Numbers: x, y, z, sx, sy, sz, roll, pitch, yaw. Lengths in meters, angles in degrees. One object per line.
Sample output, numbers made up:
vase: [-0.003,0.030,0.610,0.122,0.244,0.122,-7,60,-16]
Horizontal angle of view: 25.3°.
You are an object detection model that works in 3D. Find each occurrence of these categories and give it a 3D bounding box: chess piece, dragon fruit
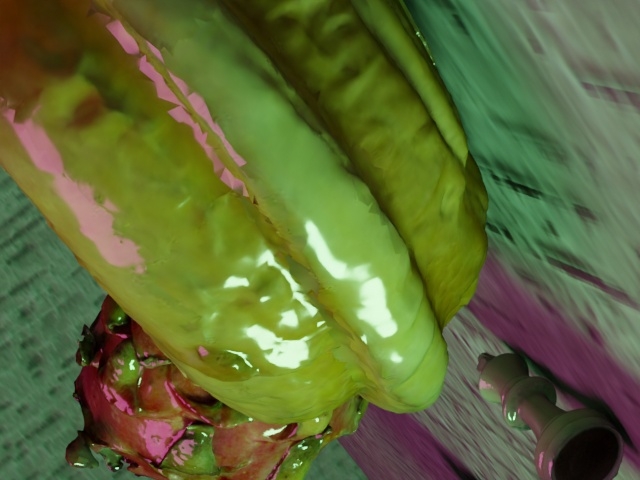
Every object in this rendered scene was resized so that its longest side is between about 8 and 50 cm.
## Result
chess piece: [0.146,0.113,0.973,0.059,0.059,0.149,54,178,-31]
dragon fruit: [-0.073,0.102,1.400,0.296,0.314,0.263,29,148,-9]

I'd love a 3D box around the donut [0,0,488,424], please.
donut: [-0.083,-0.085,0.770,0.449,0.198,0.449,49,172,9]
